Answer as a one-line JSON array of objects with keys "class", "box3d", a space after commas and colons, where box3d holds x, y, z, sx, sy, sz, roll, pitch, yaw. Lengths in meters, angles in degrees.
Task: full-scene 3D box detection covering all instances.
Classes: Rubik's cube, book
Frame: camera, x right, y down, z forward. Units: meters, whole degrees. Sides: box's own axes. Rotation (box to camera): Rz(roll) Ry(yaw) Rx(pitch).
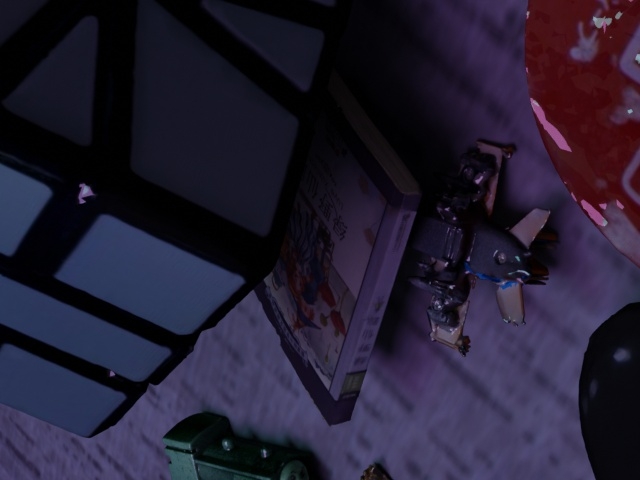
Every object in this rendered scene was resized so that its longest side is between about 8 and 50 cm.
[{"class": "Rubik's cube", "box3d": [-0.173, -0.089, 0.749, 0.294, 0.288, 0.283, 26, 145, -13]}, {"class": "book", "box3d": [-0.001, 0.000, 0.867, 0.157, 0.026, 0.231, 58, 148, 37]}]

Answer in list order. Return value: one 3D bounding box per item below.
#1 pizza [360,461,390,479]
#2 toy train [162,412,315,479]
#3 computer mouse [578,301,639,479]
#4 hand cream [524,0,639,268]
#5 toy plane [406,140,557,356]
[{"class": "pizza", "box3d": [0.045, 0.238, 1.033, 0.100, 0.029, 0.099, 55, 142, 1]}, {"class": "toy train", "box3d": [-0.063, 0.219, 1.102, 0.170, 0.071, 0.111, 3, 111, 44]}, {"class": "computer mouse", "box3d": [0.264, 0.172, 0.697, 0.323, 0.116, 0.183, 48, 146, 8]}, {"class": "hand cream", "box3d": [0.217, -0.089, 0.534, 0.230, 0.149, 0.230, 25, 130, 34]}, {"class": "toy plane", "box3d": [0.070, -0.007, 0.809, 0.188, 0.062, 0.135, 22, 102, 39]}]
